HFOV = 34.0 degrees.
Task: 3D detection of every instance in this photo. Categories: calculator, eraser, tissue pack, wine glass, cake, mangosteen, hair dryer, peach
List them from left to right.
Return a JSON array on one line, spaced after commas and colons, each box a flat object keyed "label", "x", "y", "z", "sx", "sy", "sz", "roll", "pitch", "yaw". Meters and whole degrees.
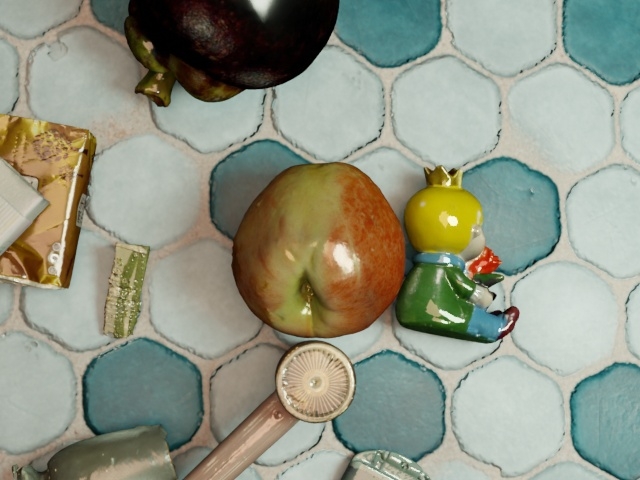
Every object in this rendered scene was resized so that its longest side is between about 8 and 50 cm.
[{"label": "eraser", "x": -0.463, "y": 0.000, "z": 1.348, "sx": 0.095, "sy": 0.052, "sz": 0.225, "roll": 42, "pitch": 85, "yaw": 3}, {"label": "tissue pack", "x": -0.415, "y": -0.053, "z": 1.429, "sx": 0.183, "sy": 0.092, "sz": 0.226, "roll": 10, "pitch": 83, "yaw": -3}, {"label": "wine glass", "x": -0.295, "y": 0.317, "z": 1.399, "sx": 0.204, "sy": 0.111, "sz": 0.111, "roll": -17, "pitch": 87, "yaw": -9}, {"label": "cake", "x": -0.272, "y": 0.066, "z": 1.466, "sx": 0.051, "sy": 0.055, "sz": 0.140, "roll": 11, "pitch": 102, "yaw": -6}, {"label": "mangosteen", "x": -0.125, "y": -0.340, "z": 1.400, "sx": 0.297, "sy": 0.313, "sz": 0.297, "roll": 2, "pitch": 86, "yaw": -43}, {"label": "hair dryer", "x": -0.099, "y": 0.264, "z": 1.388, "sx": 0.344, "sy": 0.189, "sz": 0.107, "roll": -41, "pitch": 88, "yaw": -5}, {"label": "peach", "x": 0.000, "y": 0.000, "z": 1.408, "sx": 0.232, "sy": 0.232, "sz": 0.257, "roll": 18, "pitch": 43, "yaw": -4}, {"label": "calculator", "x": 0.064, "y": 0.412, "z": 1.459, "sx": 0.141, "sy": 0.045, "sz": 0.246, "roll": 28, "pitch": 83, "yaw": -3}]

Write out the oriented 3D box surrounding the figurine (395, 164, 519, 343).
[{"label": "figurine", "x": 0.199, "y": 0.019, "z": 1.472, "sx": 0.185, "sy": 0.127, "sz": 0.234, "roll": 12, "pitch": 74, "yaw": -9}]
